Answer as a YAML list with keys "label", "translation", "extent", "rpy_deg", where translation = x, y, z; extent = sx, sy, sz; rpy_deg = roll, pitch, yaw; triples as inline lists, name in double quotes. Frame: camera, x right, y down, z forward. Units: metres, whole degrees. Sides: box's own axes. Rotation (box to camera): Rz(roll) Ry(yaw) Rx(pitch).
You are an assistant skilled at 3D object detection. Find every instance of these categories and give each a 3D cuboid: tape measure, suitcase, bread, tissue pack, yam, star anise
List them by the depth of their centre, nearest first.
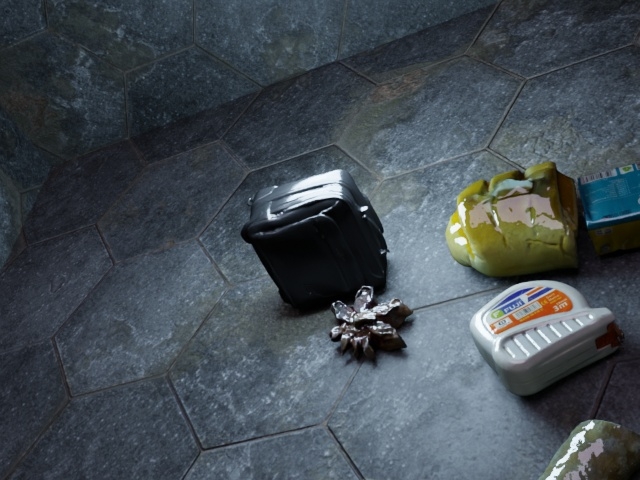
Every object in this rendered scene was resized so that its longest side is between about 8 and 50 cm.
- label: "yam"
  translation: [0.458, 0.464, 1.397]
  extent: [0.330, 0.133, 0.133]
  rpy_deg: [-45, 40, -13]
- label: "tape measure"
  translation: [0.481, 0.206, 1.664]
  extent: [0.258, 0.130, 0.265]
  rpy_deg: [-29, 32, -2]
- label: "tissue pack"
  translation: [0.762, -0.083, 1.792]
  extent: [0.271, 0.134, 0.192]
  rpy_deg: [-13, 42, 21]
- label: "bread"
  translation: [0.470, -0.062, 1.905]
  extent: [0.342, 0.210, 0.300]
  rpy_deg: [-7, 41, 28]
- label: "star anise"
  translation: [0.122, 0.201, 1.926]
  extent: [0.220, 0.099, 0.214]
  rpy_deg: [-16, 49, 17]
- label: "suitcase"
  translation: [0.000, 0.000, 2.029]
  extent: [0.340, 0.345, 0.188]
  rpy_deg: [-16, 35, 18]
